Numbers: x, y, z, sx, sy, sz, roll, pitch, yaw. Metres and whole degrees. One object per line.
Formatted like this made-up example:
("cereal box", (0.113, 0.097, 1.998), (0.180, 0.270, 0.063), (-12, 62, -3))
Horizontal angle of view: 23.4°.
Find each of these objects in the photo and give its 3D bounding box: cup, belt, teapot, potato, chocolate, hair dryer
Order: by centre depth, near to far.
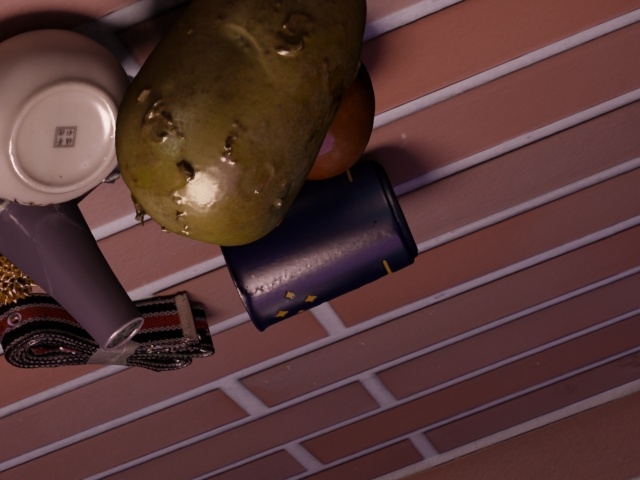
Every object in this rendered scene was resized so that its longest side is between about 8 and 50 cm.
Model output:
("potato", (-0.089, -0.166, 1.722), (0.359, 0.219, 0.270), (-61, 170, 22))
("teapot", (-0.335, -0.147, 1.761), (0.300, 0.166, 0.208), (4, 126, -25))
("hair dryer", (-0.234, -0.067, 1.904), (0.361, 0.301, 0.121), (-37, 167, -19))
("chocolate", (0.002, -0.163, 1.922), (0.177, 0.176, 0.176), (-15, 154, -7))
("cup", (-0.007, -0.016, 2.257), (0.256, 0.255, 0.178), (-22, 117, 3))
("belt", (-0.332, 0.144, 2.376), (0.360, 0.094, 0.126), (4, 148, -36))

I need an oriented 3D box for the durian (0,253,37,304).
("durian", (-0.425, 0.004, 1.983), (0.158, 0.168, 0.137), (15, 170, -13))
